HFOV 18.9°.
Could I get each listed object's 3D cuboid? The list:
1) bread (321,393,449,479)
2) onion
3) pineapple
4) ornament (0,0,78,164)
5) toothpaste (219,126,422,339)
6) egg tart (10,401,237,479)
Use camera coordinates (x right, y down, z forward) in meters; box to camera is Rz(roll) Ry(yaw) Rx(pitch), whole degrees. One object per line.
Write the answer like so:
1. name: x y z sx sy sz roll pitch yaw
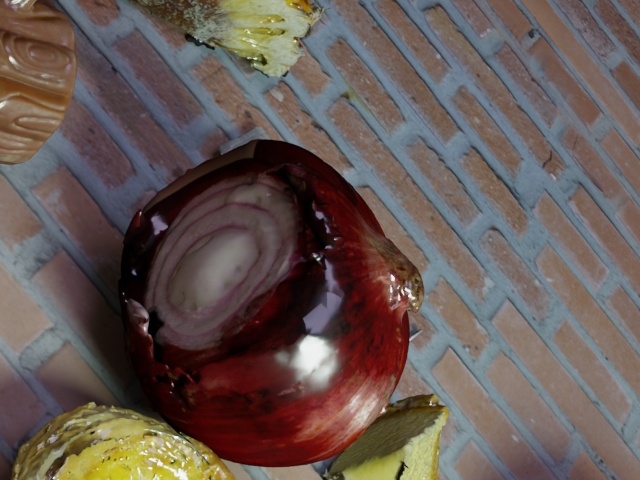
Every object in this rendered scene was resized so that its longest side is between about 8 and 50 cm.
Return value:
1. bread: 0.094 0.265 2.183 0.152 0.127 0.147 64 35 -16
2. onion: -0.053 0.084 2.002 0.341 0.341 0.341 28 45 -31
3. pineapple: -0.117 -0.410 2.370 0.344 0.209 0.286 27 45 -29
4. ornament: -0.376 -0.190 1.932 0.217 0.221 0.235 16 25 -45
5. toothpaste: 0.000 0.000 2.313 0.323 0.066 0.100 51 36 4
6. egg tart: -0.186 0.291 1.853 0.291 0.107 0.291 23 52 -32
